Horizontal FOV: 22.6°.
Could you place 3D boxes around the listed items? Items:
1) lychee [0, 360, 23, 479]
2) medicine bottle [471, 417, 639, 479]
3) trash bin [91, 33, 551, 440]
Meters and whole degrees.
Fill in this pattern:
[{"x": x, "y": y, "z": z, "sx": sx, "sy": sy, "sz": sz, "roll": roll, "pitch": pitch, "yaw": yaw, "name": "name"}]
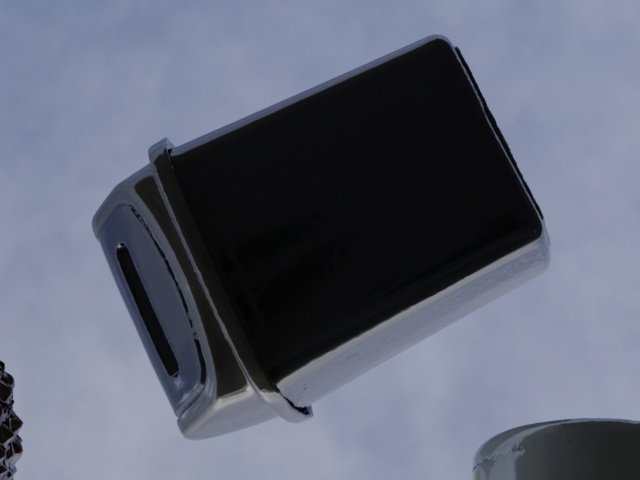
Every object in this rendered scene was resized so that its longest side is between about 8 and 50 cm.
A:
[{"x": -0.243, "y": 0.090, "z": 0.831, "sx": 0.188, "sy": 0.188, "sz": 0.188, "roll": 7, "pitch": -113, "yaw": -18, "name": "lychee"}, {"x": 0.164, "y": 0.245, "z": 0.955, "sx": 0.143, "sy": 0.143, "sz": 0.258, "roll": 7, "pitch": -116, "yaw": -17, "name": "medicine bottle"}, {"x": 0.000, "y": 0.000, "z": 1.127, "sx": 0.290, "sy": 0.182, "sz": 0.209, "roll": -27, "pitch": -107, "yaw": 4, "name": "trash bin"}]
